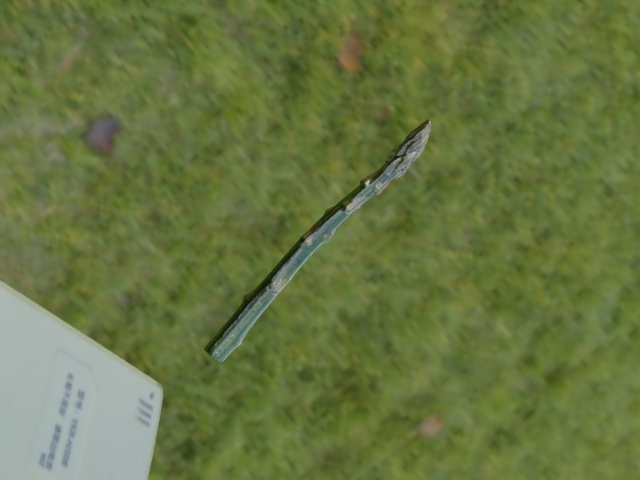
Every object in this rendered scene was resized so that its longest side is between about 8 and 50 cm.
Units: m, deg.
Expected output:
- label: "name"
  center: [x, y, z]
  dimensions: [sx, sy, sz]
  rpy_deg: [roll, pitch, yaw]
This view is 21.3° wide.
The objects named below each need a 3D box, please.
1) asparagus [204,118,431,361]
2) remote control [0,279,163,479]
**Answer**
- label: "asparagus"
  center: [0.000, 0.000, 0.850]
  dimensions: [0.163, 0.016, 0.016]
  rpy_deg: [-46, 126, 8]
- label: "remote control"
  center: [-0.192, 0.086, 0.970]
  dimensions: [0.038, 0.123, 0.285]
  rpy_deg: [-5, 153, 32]
